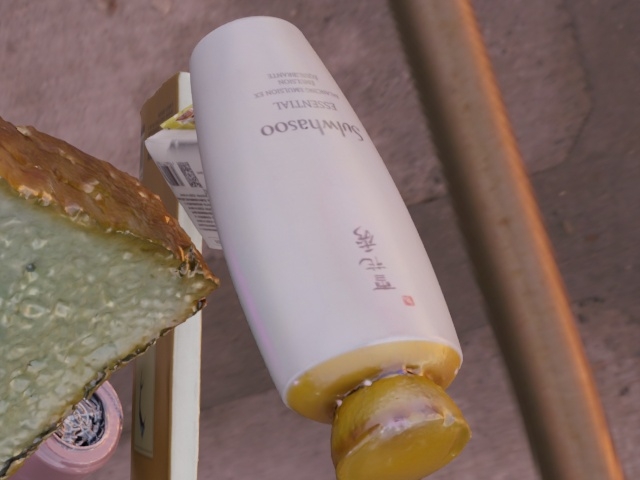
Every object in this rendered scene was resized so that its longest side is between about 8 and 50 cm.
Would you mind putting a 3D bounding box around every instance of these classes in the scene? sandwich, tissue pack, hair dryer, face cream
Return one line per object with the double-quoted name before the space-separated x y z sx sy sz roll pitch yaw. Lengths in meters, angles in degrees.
"sandwich" -0.160 0.050 0.614 0.214 0.186 0.065 -48 54 8
"tissue pack" -0.042 -0.055 1.233 0.099 0.149 0.106 -39 110 -21
"hair dryer" -0.390 0.212 1.680 0.352 0.210 0.125 1 64 -40
"face cream" 0.000 0.000 0.596 0.072 0.051 0.182 -2 54 -28

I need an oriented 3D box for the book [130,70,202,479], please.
"book" -0.137 0.062 1.469 0.032 0.269 0.389 2 88 -13
